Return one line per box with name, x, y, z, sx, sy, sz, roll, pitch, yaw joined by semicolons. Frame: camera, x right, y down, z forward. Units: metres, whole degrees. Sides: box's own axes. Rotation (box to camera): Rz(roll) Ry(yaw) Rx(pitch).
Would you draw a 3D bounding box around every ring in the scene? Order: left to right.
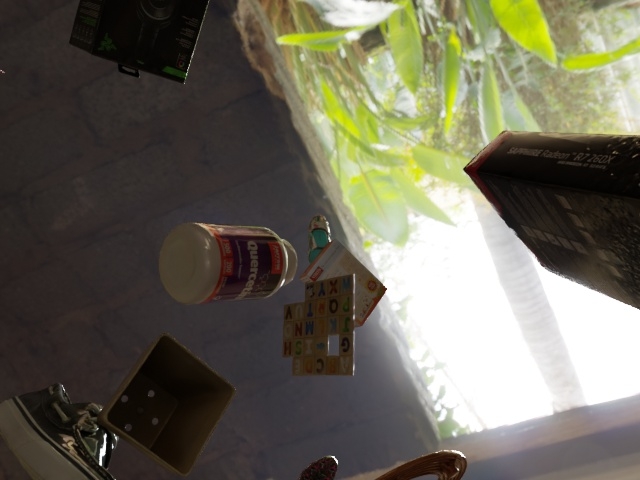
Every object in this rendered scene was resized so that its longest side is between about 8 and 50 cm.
ring;0.120;0.482;1.061;0.337;0.336;0.032;-26;-129;-11

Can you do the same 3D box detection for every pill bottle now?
pill bottle;-0.203;0.053;1.422;0.182;0.181;0.323;-15;170;36

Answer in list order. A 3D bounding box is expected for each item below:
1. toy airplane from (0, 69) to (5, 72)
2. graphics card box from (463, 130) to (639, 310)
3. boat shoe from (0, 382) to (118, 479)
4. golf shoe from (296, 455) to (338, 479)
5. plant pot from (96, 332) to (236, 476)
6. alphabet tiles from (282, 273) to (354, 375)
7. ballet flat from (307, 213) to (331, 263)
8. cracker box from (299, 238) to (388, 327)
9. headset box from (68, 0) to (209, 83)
toy airplane;-0.381;-0.187;0.569;0.028;0.151;0.151;-67;-162;-2
graphics card box;0.350;-0.020;0.734;0.094;0.233;0.371;-44;-163;-1
boat shoe;-0.325;0.255;0.782;0.119;0.121;0.335;-35;-148;-32
golf shoe;-0.025;0.590;1.480;0.186;0.067;0.086;-49;175;10
plant pot;-0.180;0.182;0.664;0.096;0.109;0.109;-24;-152;48
alphabet tiles;-0.009;0.182;1.266;0.009;0.198;0.237;11;163;-37
ballet flat;0.000;0.000;2.018;0.091;0.241;0.077;2;-125;-3
cracker box;0.072;0.131;1.836;0.155;0.232;0.067;-50;-170;-26
headset box;-0.414;-0.524;1.402;0.246;0.282;0.131;8;-163;-47
